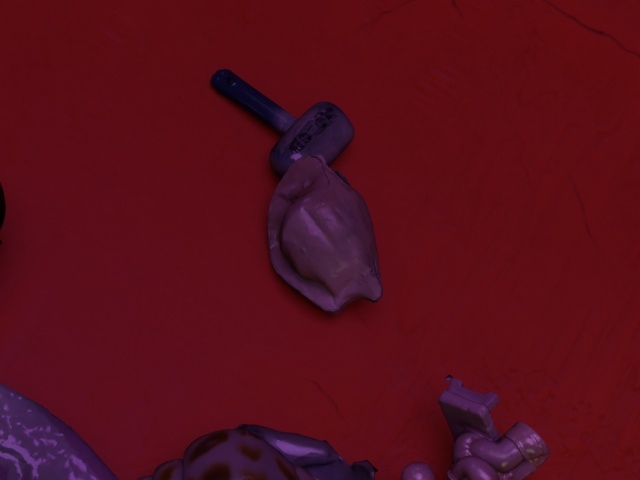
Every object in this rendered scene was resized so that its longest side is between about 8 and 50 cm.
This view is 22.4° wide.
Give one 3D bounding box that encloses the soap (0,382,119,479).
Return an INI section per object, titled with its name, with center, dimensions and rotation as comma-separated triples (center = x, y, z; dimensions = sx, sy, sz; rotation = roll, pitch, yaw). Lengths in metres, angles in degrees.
[soap]
center = -0.308, 0.357, 1.717
dimensions = 0.261, 0.156, 0.446
rotation = -38, 79, -22

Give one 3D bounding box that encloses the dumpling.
[dumpling]
center = 0.000, 0.000, 1.947
dimensions = 0.136, 0.118, 0.199
rotation = -31, 75, 12

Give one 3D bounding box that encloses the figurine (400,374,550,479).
[figurine]
center = 0.135, 0.297, 1.833
dimensions = 0.144, 0.182, 0.257
rotation = 32, 67, 19

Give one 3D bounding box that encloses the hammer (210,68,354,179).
[hammer]
center = -0.060, -0.155, 2.025
dimensions = 0.194, 0.069, 0.116
rotation = 36, 67, 13

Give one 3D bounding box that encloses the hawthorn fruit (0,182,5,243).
[hawthorn fruit]
center = -0.481, -0.042, 1.818
dimensions = 0.249, 0.215, 0.215
rotation = 38, 66, 10

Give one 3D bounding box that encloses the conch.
[conch]
center = -0.078, 0.288, 1.793
dimensions = 0.275, 0.183, 0.149
rotation = 22, 100, 0
